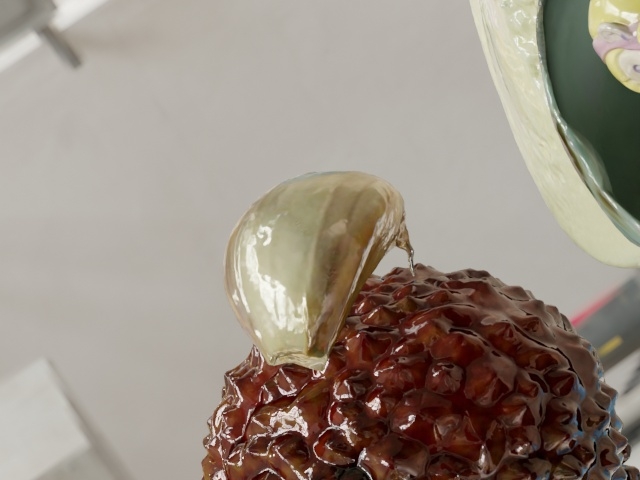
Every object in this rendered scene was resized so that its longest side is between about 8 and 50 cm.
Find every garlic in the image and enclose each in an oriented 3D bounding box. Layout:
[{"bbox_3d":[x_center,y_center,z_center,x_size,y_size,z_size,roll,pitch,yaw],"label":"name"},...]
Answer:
[{"bbox_3d":[0.007,-0.003,1.464,0.128,0.206,0.115,39,132,8],"label":"garlic"}]

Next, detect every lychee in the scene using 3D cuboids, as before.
[{"bbox_3d":[0.123,0.233,1.914,0.500,0.425,0.424,11,-165,-24],"label":"lychee"}]

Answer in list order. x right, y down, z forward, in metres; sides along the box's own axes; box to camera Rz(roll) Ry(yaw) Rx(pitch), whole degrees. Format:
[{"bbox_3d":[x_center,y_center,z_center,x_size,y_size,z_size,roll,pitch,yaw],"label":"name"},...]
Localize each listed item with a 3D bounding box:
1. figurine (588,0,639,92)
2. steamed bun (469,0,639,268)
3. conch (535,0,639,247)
[{"bbox_3d":[0.173,-0.104,0.823,0.083,0.083,0.187,57,168,-15],"label":"figurine"},{"bbox_3d":[0.302,-0.233,1.461,0.290,0.371,0.456,41,145,46],"label":"steamed bun"},{"bbox_3d":[0.257,-0.035,1.046,0.197,0.249,0.368,75,-176,-74],"label":"conch"}]
